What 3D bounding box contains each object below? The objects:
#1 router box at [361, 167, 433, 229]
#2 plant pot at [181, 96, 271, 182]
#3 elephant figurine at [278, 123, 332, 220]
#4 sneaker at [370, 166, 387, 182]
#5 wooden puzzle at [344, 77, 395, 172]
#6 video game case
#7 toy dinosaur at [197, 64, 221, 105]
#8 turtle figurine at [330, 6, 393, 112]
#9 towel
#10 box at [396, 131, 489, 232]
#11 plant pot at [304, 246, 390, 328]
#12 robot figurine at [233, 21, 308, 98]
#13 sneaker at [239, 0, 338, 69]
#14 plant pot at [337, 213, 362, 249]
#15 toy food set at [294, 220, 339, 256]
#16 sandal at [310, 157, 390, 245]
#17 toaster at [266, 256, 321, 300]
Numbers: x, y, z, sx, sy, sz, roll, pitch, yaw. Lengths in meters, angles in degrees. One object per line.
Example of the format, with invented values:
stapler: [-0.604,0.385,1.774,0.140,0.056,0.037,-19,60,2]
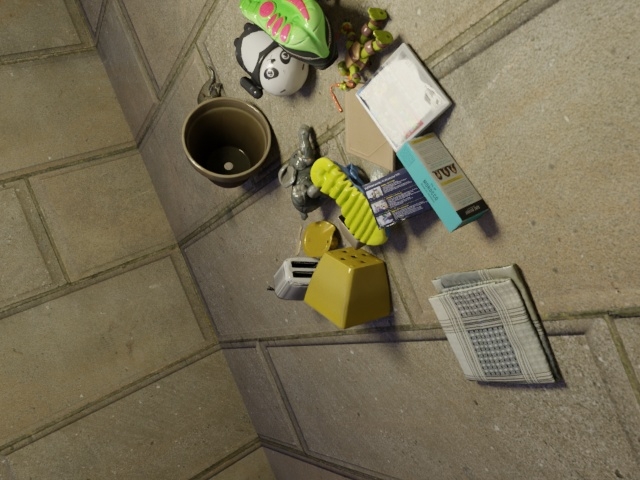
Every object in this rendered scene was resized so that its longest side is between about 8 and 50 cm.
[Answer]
router box: [0.216,-0.121,1.479,0.178,0.046,0.133,-21,91,31]
plant pot: [-0.354,-0.337,2.101,0.323,0.323,0.280,60,166,12]
elephant figurine: [-0.055,-0.227,1.839,0.240,0.185,0.169,67,-165,21]
sneaker: [0.192,-0.140,1.554,0.053,0.061,0.152,-33,83,26]
wooden puzzle: [0.144,-0.328,1.542,0.238,0.044,0.221,37,139,47]
video game case: [0.203,-0.355,1.372,0.183,0.023,0.201,-42,73,32]
toy dinosaur: [-0.457,-0.555,2.257,0.160,0.121,0.314,-9,106,45]
turtle figurine: [0.103,-0.483,1.433,0.217,0.087,0.270,-34,48,54]
towel: [0.435,0.227,1.432,0.312,0.056,0.325,-21,91,60]
box: [0.300,-0.147,1.352,0.244,0.100,0.060,59,150,14]
plant pot: [0.097,0.137,1.775,0.212,0.212,0.187,31,122,45]
robot figurine: [-0.159,-0.573,1.717,0.278,0.173,0.209,49,147,29]
sneaker: [-0.088,-0.614,1.535,0.202,0.185,0.483,42,-162,-44]
plant pot: [0.123,-0.035,1.709,0.109,0.109,0.096,52,158,24]
toy food set: [0.000,0.000,1.964,0.217,0.071,0.128,-2,81,55]
sandal: [0.112,-0.127,1.635,0.126,0.138,0.318,-45,72,40]
toaster: [-0.077,0.139,2.022,0.146,0.226,0.129,124,144,-53]
